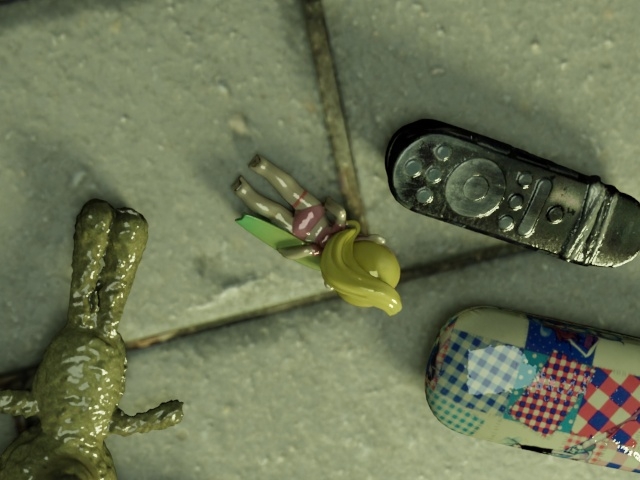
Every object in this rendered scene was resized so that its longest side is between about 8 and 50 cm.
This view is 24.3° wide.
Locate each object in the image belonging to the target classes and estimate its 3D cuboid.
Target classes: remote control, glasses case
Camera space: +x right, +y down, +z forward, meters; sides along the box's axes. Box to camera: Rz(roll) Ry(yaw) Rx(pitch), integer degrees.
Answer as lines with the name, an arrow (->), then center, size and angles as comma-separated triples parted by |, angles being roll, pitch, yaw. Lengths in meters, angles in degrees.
remote control -> 0.180, -0.043, 1.372 | 0.266, 0.066, 0.090 | 18, 112, -18
glasses case -> 0.257, 0.146, 1.414 | 0.327, 0.076, 0.125 | 13, 98, -14

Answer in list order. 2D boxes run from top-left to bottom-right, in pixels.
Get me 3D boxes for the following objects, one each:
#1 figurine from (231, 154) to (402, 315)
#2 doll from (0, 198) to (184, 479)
figurine -> 0.000, 0.000, 1.339 | 0.187, 0.083, 0.083 | 42, 92, -7
doll -> -0.205, 0.122, 1.324 | 0.203, 0.091, 0.286 | 39, 84, -25
